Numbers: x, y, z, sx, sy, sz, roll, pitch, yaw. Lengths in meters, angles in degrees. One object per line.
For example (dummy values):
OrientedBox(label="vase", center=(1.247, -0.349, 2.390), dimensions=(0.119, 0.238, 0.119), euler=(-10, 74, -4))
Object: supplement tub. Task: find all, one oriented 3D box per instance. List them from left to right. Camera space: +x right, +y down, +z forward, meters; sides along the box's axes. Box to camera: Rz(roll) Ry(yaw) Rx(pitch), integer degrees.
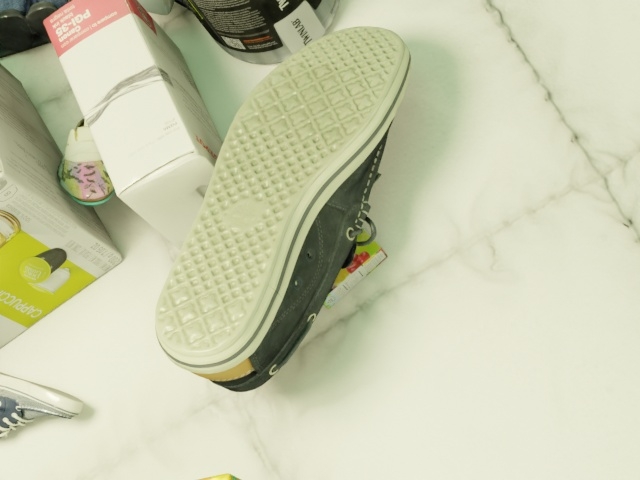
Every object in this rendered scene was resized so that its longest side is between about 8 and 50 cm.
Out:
OrientedBox(label="supplement tub", center=(-0.105, -0.369, 1.751), dimensions=(0.193, 0.316, 0.194), euler=(-6, 69, 16))

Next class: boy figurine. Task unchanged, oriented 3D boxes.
OrientedBox(label="boy figurine", center=(-0.404, -0.406, 1.983), dimensions=(0.177, 0.092, 0.285), euler=(-10, 62, 4))

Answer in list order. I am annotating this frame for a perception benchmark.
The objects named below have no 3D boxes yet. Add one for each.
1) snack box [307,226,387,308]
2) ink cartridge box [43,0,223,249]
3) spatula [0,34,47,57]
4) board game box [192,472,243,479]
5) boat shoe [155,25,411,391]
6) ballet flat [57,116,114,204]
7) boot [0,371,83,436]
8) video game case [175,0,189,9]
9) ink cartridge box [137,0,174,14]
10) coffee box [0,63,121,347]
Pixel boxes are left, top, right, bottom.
OrientedBox(label="snack box", center=(0.000, 0.000, 1.733), dimensions=(0.100, 0.037, 0.141), euler=(-41, 63, -1))
OrientedBox(label="ink cartridge box", center=(-0.215, -0.156, 1.768), dimensions=(0.117, 0.207, 0.283), euler=(-29, 64, 6))
OrientedBox(label="spatula", center=(-0.506, -0.262, 2.001), dimensions=(0.296, 0.030, 0.084), euler=(-15, 85, 8))
OrientedBox(label="board game box", center=(-0.203, 0.318, 1.633), dimensions=(0.259, 0.124, 0.039), euler=(-11, 68, 14))
OrientedBox(label="boat shoe", center=(-0.031, -0.043, 1.658), dimensions=(0.186, 0.156, 0.500), euler=(13, 63, 27))
OrientedBox(label="ballet flat", center=(-0.295, -0.116, 1.791), dimensions=(0.077, 0.221, 0.079), euler=(1, 111, -7))
OrientedBox(label="boot", center=(-0.386, 0.217, 1.771), dimensions=(0.190, 0.069, 0.086), euler=(12, 82, 30))
OrientedBox(label="video game case", center=(-0.172, -0.475, 1.977), dimensions=(0.196, 0.026, 0.274), euler=(33, 84, 26))
OrientedBox(label="ink cartridge box", center=(-0.343, -0.493, 1.907), dimensions=(0.385, 0.091, 0.308), euler=(14, 69, 5))
OrientedBox(label="coffee box", center=(-0.516, -0.054, 1.758), dimensions=(0.334, 0.337, 0.338), euler=(-35, 65, 3))
